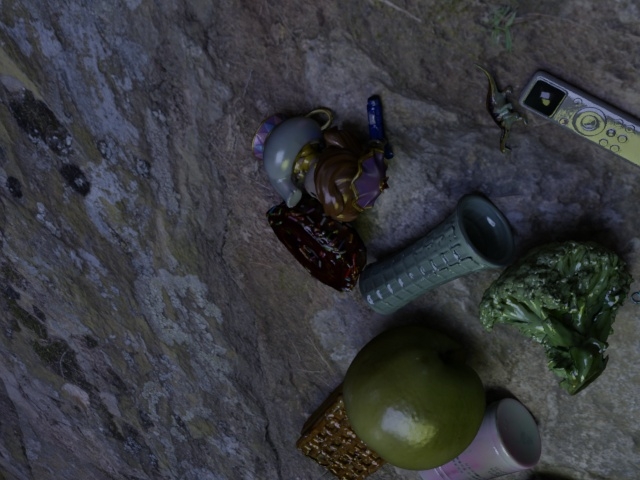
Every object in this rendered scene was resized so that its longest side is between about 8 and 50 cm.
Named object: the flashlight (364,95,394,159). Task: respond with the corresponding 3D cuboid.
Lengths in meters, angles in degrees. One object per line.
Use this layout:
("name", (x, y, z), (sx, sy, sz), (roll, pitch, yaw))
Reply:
("flashlight", (0.100, -0.198, 1.206), (0.057, 0.035, 0.121), (8, 128, 24))

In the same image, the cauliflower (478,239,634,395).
("cauliflower", (0.418, 0.133, 1.140), (0.275, 0.250, 0.272), (10, 140, -22))

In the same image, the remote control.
("remote control", (0.434, -0.178, 1.043), (0.261, 0.029, 0.067), (30, 133, 5))

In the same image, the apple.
("apple", (0.194, 0.318, 1.388), (0.292, 0.292, 0.254), (33, 113, 2))

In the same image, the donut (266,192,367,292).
("donut", (0.000, 0.000, 1.332), (0.235, 0.089, 0.235), (39, 161, 16))

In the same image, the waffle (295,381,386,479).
("waffle", (0.083, 0.496, 1.717), (0.213, 0.091, 0.308), (35, 134, 0))

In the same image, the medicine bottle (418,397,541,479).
("medicine bottle", (0.344, 0.459, 1.505), (0.152, 0.152, 0.254), (46, 133, -10))

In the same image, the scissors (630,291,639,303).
("scissors", (0.591, 0.123, 1.207), (0.036, 0.006, 0.083), (-30, 107, 39))

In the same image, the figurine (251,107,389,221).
("figurine", (0.003, -0.134, 1.215), (0.263, 0.142, 0.189), (33, 98, 27))

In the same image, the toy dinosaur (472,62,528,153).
("toy dinosaur", (0.296, -0.215, 1.085), (0.058, 0.037, 0.180), (-9, 121, 28))

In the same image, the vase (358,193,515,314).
("vase", (0.203, 0.042, 1.272), (0.143, 0.143, 0.299), (45, 135, -10))
